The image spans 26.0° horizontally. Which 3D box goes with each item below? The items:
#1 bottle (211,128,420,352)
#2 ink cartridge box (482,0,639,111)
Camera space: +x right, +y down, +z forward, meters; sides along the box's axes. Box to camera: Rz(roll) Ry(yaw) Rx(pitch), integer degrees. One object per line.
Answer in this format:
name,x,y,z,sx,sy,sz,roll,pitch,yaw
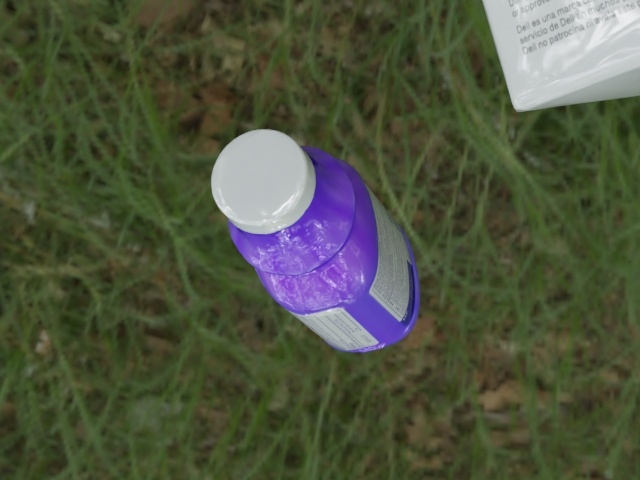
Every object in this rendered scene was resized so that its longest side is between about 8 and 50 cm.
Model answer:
bottle,0.000,0.000,1.018,0.092,0.118,0.283,-14,160,13
ink cartridge box,0.146,-0.215,0.559,0.117,0.278,0.201,-13,176,-43
